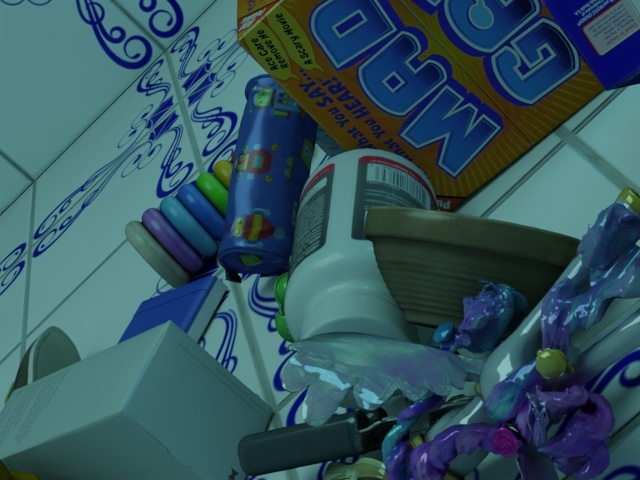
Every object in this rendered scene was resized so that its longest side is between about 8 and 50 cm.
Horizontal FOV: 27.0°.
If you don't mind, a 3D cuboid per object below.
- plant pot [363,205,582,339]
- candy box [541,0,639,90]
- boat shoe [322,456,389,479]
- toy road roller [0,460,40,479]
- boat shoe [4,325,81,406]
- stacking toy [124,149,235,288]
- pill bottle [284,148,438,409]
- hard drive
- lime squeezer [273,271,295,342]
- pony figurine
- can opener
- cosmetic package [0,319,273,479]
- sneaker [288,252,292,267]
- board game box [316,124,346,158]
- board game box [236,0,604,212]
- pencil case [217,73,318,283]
[{"bbox_3d":[0.154,0.040,1.352,0.237,0.237,0.109,3,82,62],"label":"plant pot"},{"bbox_3d":[0.403,-0.274,1.339,0.268,0.122,0.317,-36,-7,28],"label":"candy box"},{"bbox_3d":[0.042,0.255,1.375,0.135,0.050,0.045,-27,31,60],"label":"boat shoe"},{"bbox_3d":[-0.391,0.353,1.581,0.329,0.240,0.202,3,43,15],"label":"toy road roller"},{"bbox_3d":[-0.460,0.264,2.168,0.097,0.116,0.324,-35,30,18],"label":"boat shoe"},{"bbox_3d":[-0.161,-0.078,2.196,0.330,0.141,0.141,-43,22,-2],"label":"stacking toy"},{"bbox_3d":[0.050,0.043,1.542,0.176,0.176,0.318,-36,24,25],"label":"pill bottle"},{"bbox_3d":[-0.278,0.204,2.036,0.210,0.040,0.318,-21,33,46],"label":"hard drive"},{"bbox_3d":[-0.029,0.064,1.756,0.310,0.059,0.110,-98,14,-58],"label":"lime squeezer"},{"bbox_3d":[0.172,0.126,1.131,0.363,0.303,0.351,-45,-10,13],"label":"pony figurine"},{"bbox_3d":[0.035,0.178,1.404,0.283,0.095,0.076,-17,-9,31],"label":"can opener"},{"bbox_3d":[-0.263,0.260,1.711,0.365,0.197,0.155,-24,31,40],"label":"cosmetic package"},{"bbox_3d":[0.000,0.000,1.887,0.135,0.052,0.058,-47,11,-22],"label":"sneaker"},{"bbox_3d":[0.021,-0.166,2.063,0.090,0.090,0.020,-12,38,54],"label":"board game box"},{"bbox_3d":[0.138,-0.311,1.746,0.356,0.356,0.356,-40,23,16],"label":"board game box"},{"bbox_3d":[-0.071,-0.089,1.957,0.119,0.133,0.306,-2,67,23],"label":"pencil case"}]
